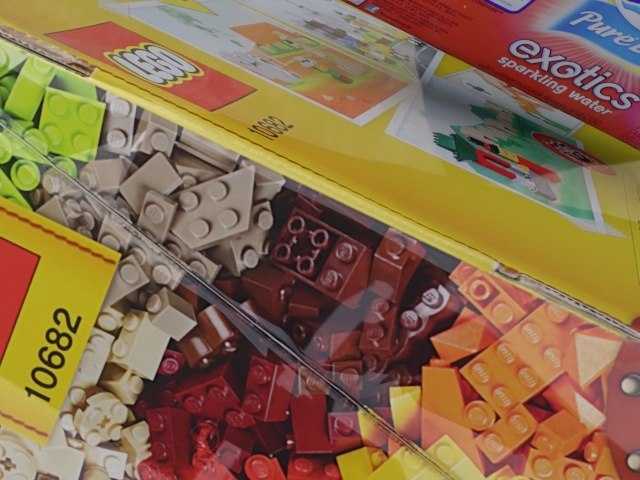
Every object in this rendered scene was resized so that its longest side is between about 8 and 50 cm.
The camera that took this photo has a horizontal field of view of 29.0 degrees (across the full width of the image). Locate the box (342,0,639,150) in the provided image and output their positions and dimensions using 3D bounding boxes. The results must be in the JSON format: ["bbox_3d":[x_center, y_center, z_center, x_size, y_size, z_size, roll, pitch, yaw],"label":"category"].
[{"bbox_3d":[0.126,-0.146,0.565,0.257,0.128,0.122,22,60,-24],"label":"box"}]

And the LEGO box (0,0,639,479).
[{"bbox_3d":[0.000,0.000,0.659,0.373,0.500,0.193,26,108,5],"label":"LEGO box"}]
